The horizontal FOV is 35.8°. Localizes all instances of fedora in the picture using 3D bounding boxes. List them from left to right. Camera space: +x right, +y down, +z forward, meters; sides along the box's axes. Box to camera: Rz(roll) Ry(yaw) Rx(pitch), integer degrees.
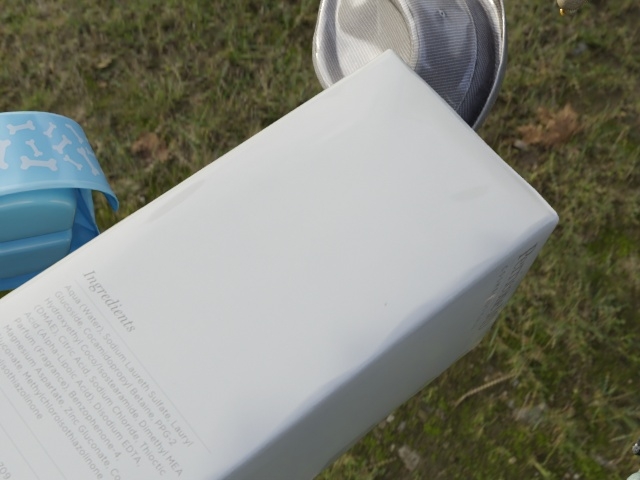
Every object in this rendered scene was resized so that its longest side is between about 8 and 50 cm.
[{"bbox_3d":[0.074,-0.211,1.070,0.124,0.243,0.275,20,47,-42],"label":"fedora"}]

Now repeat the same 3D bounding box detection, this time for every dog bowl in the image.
[{"bbox_3d":[-0.270,-0.026,0.856,0.166,0.297,0.074,-12,77,-19],"label":"dog bowl"}]

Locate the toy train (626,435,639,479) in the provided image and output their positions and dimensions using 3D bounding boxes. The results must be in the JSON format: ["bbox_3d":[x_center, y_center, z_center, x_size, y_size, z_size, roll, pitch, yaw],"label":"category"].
[{"bbox_3d":[0.332,0.284,0.826,0.190,0.142,0.334,29,38,9],"label":"toy train"}]

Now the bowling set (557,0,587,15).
[{"bbox_3d":[0.428,-0.408,1.237,0.200,0.287,0.154,18,32,12],"label":"bowling set"}]

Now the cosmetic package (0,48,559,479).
[{"bbox_3d":[-0.063,0.081,0.599,0.385,0.217,0.156,-35,72,-18],"label":"cosmetic package"}]
